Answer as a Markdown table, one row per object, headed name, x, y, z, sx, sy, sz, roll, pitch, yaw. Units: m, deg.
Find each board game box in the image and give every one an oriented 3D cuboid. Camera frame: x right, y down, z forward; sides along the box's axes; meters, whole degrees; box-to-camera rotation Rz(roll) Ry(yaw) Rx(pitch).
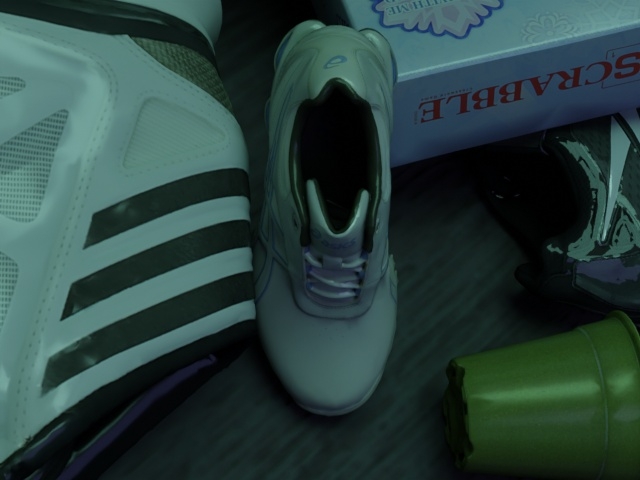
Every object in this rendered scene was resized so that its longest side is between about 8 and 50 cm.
| name | x | y | z | sx | sy | sz | roll | pitch | yaw |
| --- | --- | --- | --- | --- | --- | --- | --- | --- | --- |
| board game box | 0.133 | -0.205 | 0.868 | 0.319 | 0.066 | 0.318 | -14 | 54 | -8 |

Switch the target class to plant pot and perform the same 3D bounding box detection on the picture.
| name | x | y | z | sx | sy | sz | roll | pitch | yaw |
| --- | --- | --- | --- | --- | --- | --- | --- | --- | --- |
| plant pot | 0.098 | 0.075 | 0.758 | 0.079 | 0.083 | 0.083 | -3 | 60 | -8 |

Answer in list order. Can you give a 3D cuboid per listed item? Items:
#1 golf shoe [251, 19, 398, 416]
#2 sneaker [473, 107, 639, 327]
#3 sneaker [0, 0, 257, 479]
| name | x | y | z | sx | sy | sz | roll | pitch | yaw |
| --- | --- | --- | --- | --- | --- | --- | --- | --- | --- |
| golf shoe | 0.000 | 0.000 | 0.710 | 0.069 | 0.176 | 0.086 | -2 | 18 | 1 |
| sneaker | 0.125 | -0.063 | 0.848 | 0.106 | 0.078 | 0.234 | 6 | 59 | -20 |
| sneaker | -0.222 | -0.002 | 0.626 | 0.448 | 0.169 | 0.257 | -2 | 58 | -24 |
